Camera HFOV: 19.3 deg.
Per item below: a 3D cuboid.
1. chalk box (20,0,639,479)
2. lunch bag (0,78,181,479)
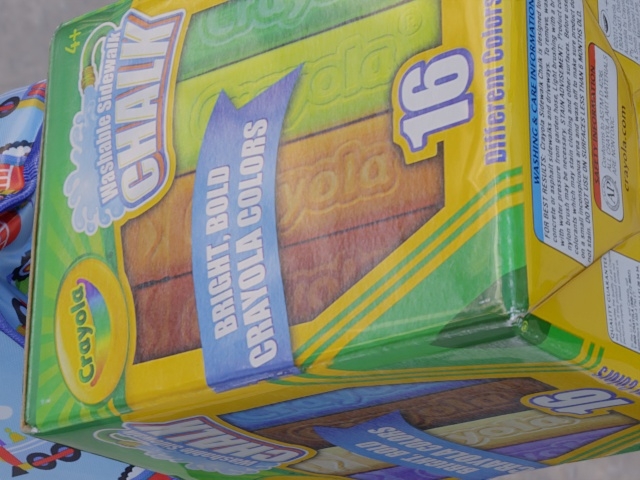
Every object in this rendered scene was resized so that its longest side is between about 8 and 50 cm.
[{"bbox_3d":[0.000,0.000,0.555,0.213,0.132,0.132,-16,64,34],"label":"chalk box"},{"bbox_3d":[-0.136,0.094,0.879,0.221,0.293,0.138,-14,34,34],"label":"lunch bag"}]
